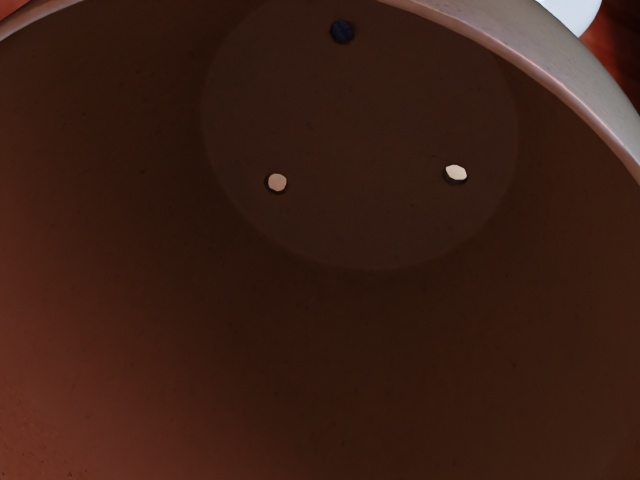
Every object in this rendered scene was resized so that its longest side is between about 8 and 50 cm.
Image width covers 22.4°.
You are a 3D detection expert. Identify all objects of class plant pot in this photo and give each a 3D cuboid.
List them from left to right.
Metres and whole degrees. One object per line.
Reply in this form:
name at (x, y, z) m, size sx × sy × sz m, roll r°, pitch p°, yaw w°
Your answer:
plant pot at (0.000, 0.000, 0.599) m, size 0.284 × 0.284 × 0.191 m, roll 50°, pitch 27°, yaw -17°

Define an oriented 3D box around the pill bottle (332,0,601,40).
pill bottle at (0.046, -0.122, 0.710) m, size 0.124 × 0.221 × 0.124 m, roll 20°, pitch 60°, yaw -39°
